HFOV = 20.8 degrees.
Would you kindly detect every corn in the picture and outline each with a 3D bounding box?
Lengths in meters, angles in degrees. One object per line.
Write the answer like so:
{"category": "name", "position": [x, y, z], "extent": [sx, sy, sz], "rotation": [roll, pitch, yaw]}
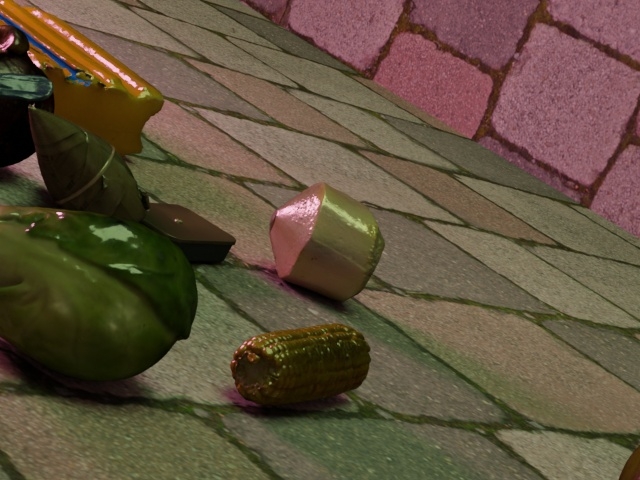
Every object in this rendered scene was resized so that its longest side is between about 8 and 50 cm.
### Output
{"category": "corn", "position": [-0.013, 0.110, 1.540], "extent": [0.068, 0.068, 0.207], "rotation": [30, 14, 22]}

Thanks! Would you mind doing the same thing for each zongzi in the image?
{"category": "zongzi", "position": [-0.266, -0.099, 1.763], "extent": [0.178, 0.081, 0.189], "rotation": [54, -6, -33]}

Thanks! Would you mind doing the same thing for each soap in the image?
{"category": "soap", "position": [-0.358, -0.215, 2.159], "extent": [0.204, 0.096, 0.324], "rotation": [12, 18, -44]}

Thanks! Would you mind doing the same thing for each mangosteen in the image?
{"category": "mangosteen", "position": [-0.344, -0.151, 1.800], "extent": [0.152, 0.152, 0.152], "rotation": [24, 12, -6]}

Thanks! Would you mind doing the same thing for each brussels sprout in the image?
{"category": "brussels sprout", "position": [-0.181, 0.039, 1.354], "extent": [0.183, 0.131, 0.145], "rotation": [20, 7, -43]}

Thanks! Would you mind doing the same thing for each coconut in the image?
{"category": "coconut", "position": [0.000, 0.000, 1.923], "extent": [0.122, 0.116, 0.116], "rotation": [27, 11, -14]}

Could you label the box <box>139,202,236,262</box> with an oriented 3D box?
{"category": "box", "position": [-0.155, -0.008, 1.841], "extent": [0.091, 0.031, 0.126], "rotation": [31, 14, 26]}

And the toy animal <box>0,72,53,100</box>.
{"category": "toy animal", "position": [-0.385, -0.135, 1.616], "extent": [0.176, 0.255, 0.239], "rotation": [55, 24, -56]}

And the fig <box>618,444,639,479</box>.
{"category": "fig", "position": [0.287, 0.221, 1.499], "extent": [0.259, 0.151, 0.151], "rotation": [9, 20, -41]}
